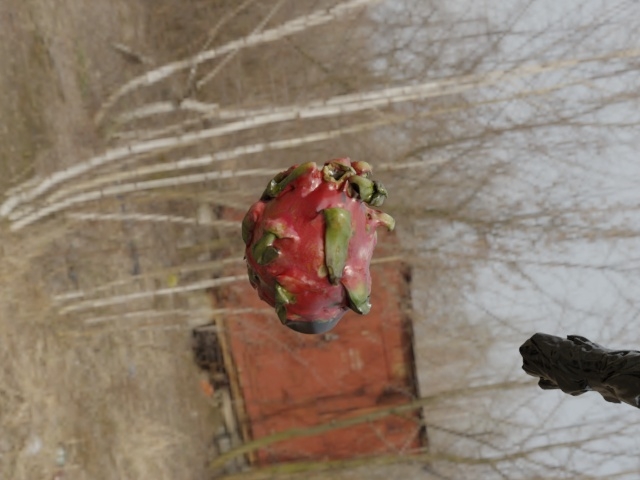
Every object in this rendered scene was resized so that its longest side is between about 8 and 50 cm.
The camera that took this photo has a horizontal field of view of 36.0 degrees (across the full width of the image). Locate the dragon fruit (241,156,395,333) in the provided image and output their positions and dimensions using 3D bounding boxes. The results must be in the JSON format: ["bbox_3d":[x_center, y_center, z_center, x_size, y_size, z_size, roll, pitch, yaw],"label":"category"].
[{"bbox_3d":[0.000,0.000,1.066,0.160,0.166,0.172,-35,145,-46],"label":"dragon fruit"}]

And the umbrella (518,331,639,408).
[{"bbox_3d":[0.291,0.127,0.932,0.066,0.059,0.235,40,-21,-29],"label":"umbrella"}]
